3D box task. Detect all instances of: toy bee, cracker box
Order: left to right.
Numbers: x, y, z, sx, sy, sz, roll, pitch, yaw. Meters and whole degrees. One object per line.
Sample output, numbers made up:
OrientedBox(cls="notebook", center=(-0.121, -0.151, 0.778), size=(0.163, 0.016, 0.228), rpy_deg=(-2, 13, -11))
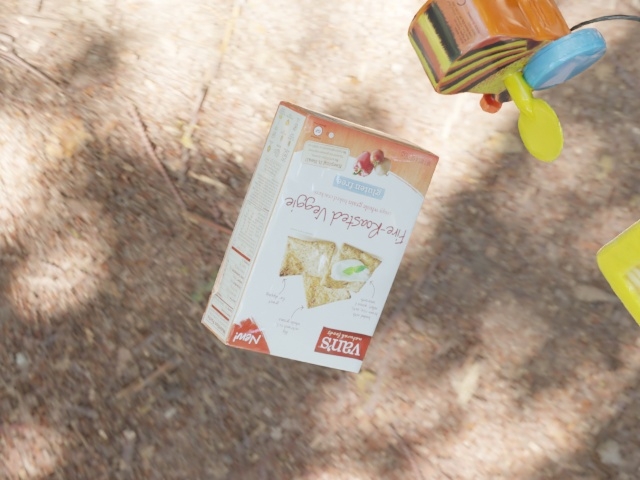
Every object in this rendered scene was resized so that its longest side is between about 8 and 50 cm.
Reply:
OrientedBox(cls="cracker box", center=(0.000, 0.000, 1.360), size=(0.156, 0.067, 0.232), rpy_deg=(14, 101, -31))
OrientedBox(cls="toy bee", center=(0.166, -0.150, 1.180), size=(0.298, 0.162, 0.195), rpy_deg=(11, 56, -36))

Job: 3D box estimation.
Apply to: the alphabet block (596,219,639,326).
OrientedBox(cls="alphabet block", center=(0.358, 0.015, 1.019), size=(0.197, 0.192, 0.193), rpy_deg=(-29, 79, -28))
